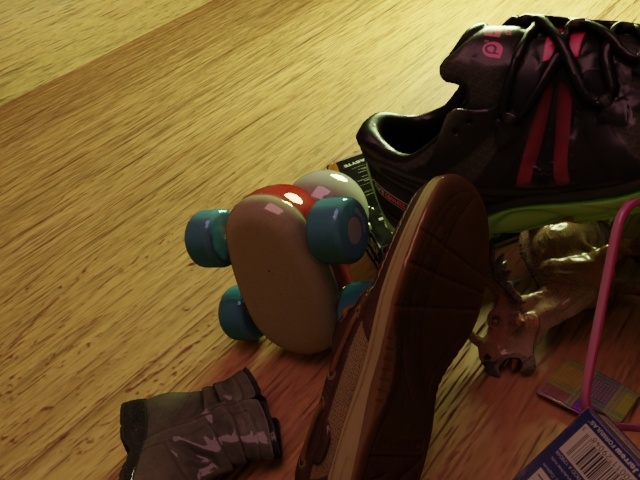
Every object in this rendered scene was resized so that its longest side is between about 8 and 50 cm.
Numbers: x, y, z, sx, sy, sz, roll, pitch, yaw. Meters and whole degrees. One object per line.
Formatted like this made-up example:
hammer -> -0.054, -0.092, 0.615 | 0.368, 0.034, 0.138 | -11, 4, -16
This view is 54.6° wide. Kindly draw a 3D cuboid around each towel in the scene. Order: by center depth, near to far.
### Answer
towel -> 0.270, 0.155, 0.628 | 0.060, 0.009, 0.083 | -37, 41, -29

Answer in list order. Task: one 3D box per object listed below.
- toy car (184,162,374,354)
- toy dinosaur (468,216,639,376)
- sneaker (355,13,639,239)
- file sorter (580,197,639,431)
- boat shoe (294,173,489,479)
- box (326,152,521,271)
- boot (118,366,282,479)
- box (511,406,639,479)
toy car -> 0.000, 0.000, 0.789 | 0.219, 0.210, 0.238 | -4, 27, 34
toy dinosaur -> 0.279, 0.013, 0.731 | 0.200, 0.127, 0.296 | -4, 30, 27
sneaker -> 0.225, -0.130, 0.594 | 0.483, 0.202, 0.185 | -23, 23, 38
file sorter -> 0.356, 0.079, 0.412 | 0.182, 0.202, 0.290 | 15, -4, -34
boat shoe -> 0.058, 0.096, 0.599 | 0.123, 0.123, 0.342 | 11, 82, 50
box -> 0.196, -0.080, 0.924 | 0.322, 0.079, 0.257 | -20, 37, -6
boot -> -0.112, 0.227, 0.619 | 0.161, 0.083, 0.246 | -14, 36, -9
box -> 0.160, 0.245, 0.432 | 0.225, 0.036, 0.136 | -50, 45, 15
